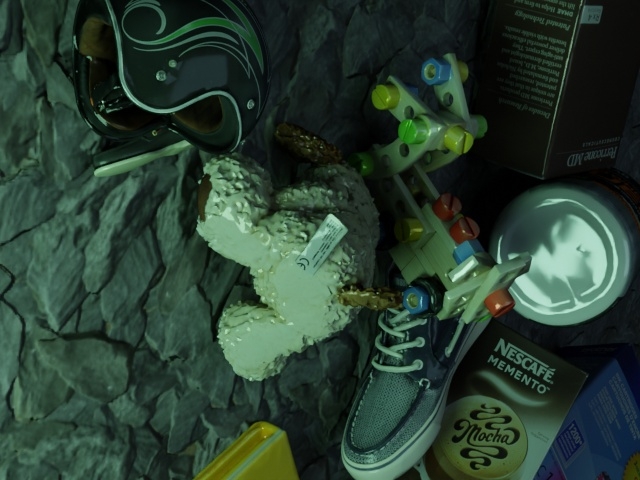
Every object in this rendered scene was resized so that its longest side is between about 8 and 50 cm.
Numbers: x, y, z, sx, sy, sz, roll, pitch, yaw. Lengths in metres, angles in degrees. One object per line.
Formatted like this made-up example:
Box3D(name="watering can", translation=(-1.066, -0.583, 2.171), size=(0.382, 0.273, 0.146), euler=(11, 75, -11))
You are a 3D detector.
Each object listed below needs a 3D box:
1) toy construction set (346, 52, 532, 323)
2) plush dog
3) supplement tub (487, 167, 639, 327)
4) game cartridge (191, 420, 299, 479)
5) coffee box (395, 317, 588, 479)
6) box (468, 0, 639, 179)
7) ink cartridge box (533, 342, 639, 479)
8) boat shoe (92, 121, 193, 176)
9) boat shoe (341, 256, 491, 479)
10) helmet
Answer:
Box3D(name="toy construction set", translation=(0.143, -0.032, 1.294), size=(0.151, 0.328, 0.215), euler=(7, 138, -33))
Box3D(name="plush dog", translation=(0.000, 0.000, 1.223), size=(0.225, 0.210, 0.263), euler=(-66, 152, -56))
Box3D(name="supplement tub", translation=(0.363, -0.004, 1.593), size=(0.316, 0.193, 0.194), euler=(-25, 122, -65))
Box3D(name="game cartridge", translation=(-0.114, 0.415, 1.314), size=(0.285, 0.052, 0.324), euler=(-39, 132, -36))
Box3D(name="coffee box", translation=(0.209, 0.271, 1.522), size=(0.297, 0.168, 0.119), euler=(-58, 171, -17))
Box3D(name="box", translation=(0.332, -0.285, 1.503), size=(0.191, 0.143, 0.382), euler=(-13, 121, -45))
Box3D(name="ink cartridge box", translation=(0.408, 0.339, 1.776), size=(0.395, 0.151, 0.270), euler=(-35, 106, -41))
Box3D(name="boat shoe", translation=(-0.164, -0.095, 1.086), size=(0.133, 0.049, 0.042), euler=(-27, 94, -35))
Box3D(name="boat shoe", translation=(0.103, 0.127, 1.429), size=(0.341, 0.127, 0.158), euler=(-58, 135, -33))
Box3D(name="helmet", translation=(-0.125, -0.159, 1.011), size=(0.161, 0.169, 0.169), euler=(-6, 108, -30))
